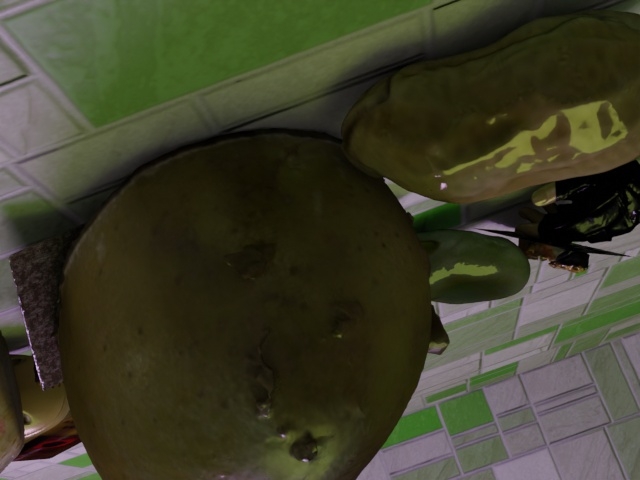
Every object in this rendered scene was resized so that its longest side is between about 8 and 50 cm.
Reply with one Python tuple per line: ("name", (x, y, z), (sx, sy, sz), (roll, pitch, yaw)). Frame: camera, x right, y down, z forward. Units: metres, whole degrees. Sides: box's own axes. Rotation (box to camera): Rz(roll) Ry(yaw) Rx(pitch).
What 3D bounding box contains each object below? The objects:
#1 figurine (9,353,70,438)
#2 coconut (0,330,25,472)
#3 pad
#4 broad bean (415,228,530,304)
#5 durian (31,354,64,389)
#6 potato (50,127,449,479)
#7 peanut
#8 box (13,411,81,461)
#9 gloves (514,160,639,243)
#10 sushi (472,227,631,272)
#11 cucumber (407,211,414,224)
("figurine", (-0.494, 0.245, 1.290), (0.325, 0.124, 0.222), (-20, 159, 17))
("coconut", (-0.466, 0.197, 1.028), (0.259, 0.259, 0.259), (-17, 161, -6))
("pad", (-0.252, 0.063, 1.024), (0.158, 0.003, 0.235), (-27, 144, -27))
("broad bean", (0.194, 0.040, 1.366), (0.228, 0.100, 0.169), (5, 152, -20))
("durian", (-0.297, 0.116, 1.132), (0.108, 0.119, 0.186), (-7, 156, -21))
("potato", (-0.057, 0.144, 0.974), (0.386, 0.319, 0.442), (1, 136, -34))
("peanut", (0.193, -0.122, 0.894), (0.340, 0.158, 0.174), (-20, -178, 12))
("box", (-0.454, 0.312, 1.598), (0.240, 0.071, 0.159), (-29, 161, 24))
("gloves", (0.386, -0.047, 1.361), (0.203, 0.124, 0.164), (-34, 136, 22))
("sushi", (0.355, 0.021, 1.430), (0.193, 0.040, 0.210), (15, -173, 37))
("cucumber", (-0.001, -0.001, 1.166), (0.265, 0.077, 0.077), (-8, 158, -31))
